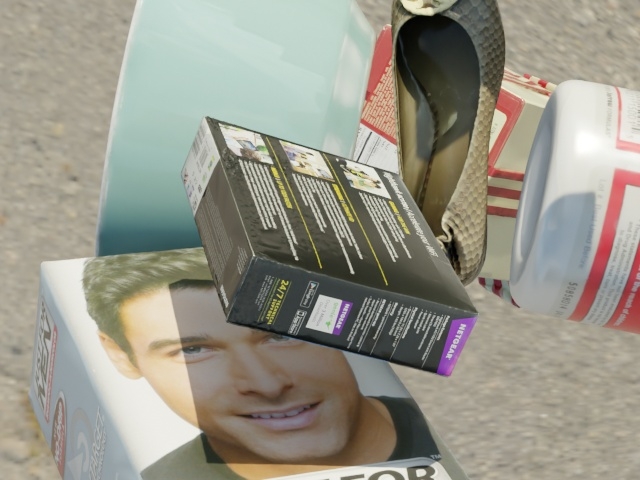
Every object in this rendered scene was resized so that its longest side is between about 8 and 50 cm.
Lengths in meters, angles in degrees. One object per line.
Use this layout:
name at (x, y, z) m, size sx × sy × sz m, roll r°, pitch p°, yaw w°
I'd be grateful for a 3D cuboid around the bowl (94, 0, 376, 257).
bowl at (-0.053, -0.084, 1.222) m, size 0.163 × 0.311 × 0.311 m, roll 10°, pitch 89°, yaw 0°

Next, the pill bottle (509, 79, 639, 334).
pill bottle at (0.401, -0.006, 1.587) m, size 0.408 × 0.229 × 0.229 m, roll 12°, pitch 90°, yaw 0°

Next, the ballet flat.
ballet flat at (0.081, -0.086, 1.161) m, size 0.084 × 0.058 × 0.250 m, roll 2°, pitch 92°, yaw 30°

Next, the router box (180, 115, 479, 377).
router box at (0.000, 0.000, 0.937) m, size 0.179 × 0.133 × 0.046 m, roll -113°, pitch 42°, yaw -60°

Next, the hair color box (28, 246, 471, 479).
hair color box at (-0.034, 0.148, 0.977) m, size 0.374 × 0.185 × 0.113 m, roll -126°, pitch 39°, yaw -50°

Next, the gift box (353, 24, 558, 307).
gift box at (0.184, -0.078, 1.962) m, size 0.276 × 0.258 × 0.255 m, roll 39°, pitch 108°, yaw 31°
